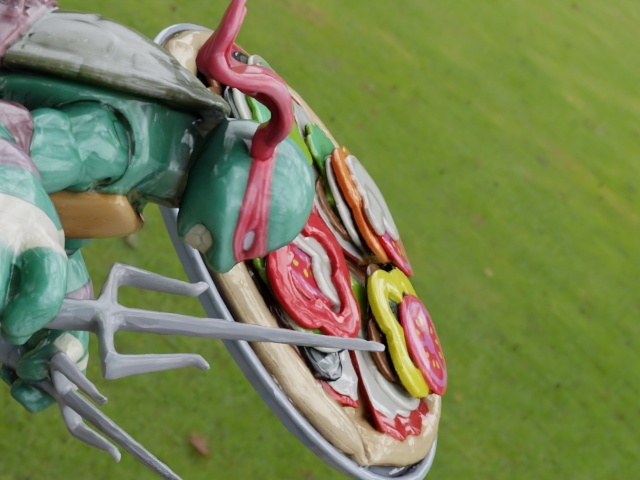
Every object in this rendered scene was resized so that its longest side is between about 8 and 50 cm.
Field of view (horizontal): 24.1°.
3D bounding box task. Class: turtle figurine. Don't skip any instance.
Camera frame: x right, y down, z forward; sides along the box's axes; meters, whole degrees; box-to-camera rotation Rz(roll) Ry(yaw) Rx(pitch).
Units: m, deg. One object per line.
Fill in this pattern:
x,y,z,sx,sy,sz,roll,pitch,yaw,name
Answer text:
-0.091,-0.011,0.410,0.234,0.118,0.175,13,-20,6,turtle figurine

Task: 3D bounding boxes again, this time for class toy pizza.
0.000,0.000,0.583,0.201,0.032,0.201,50,22,-29,toy pizza
